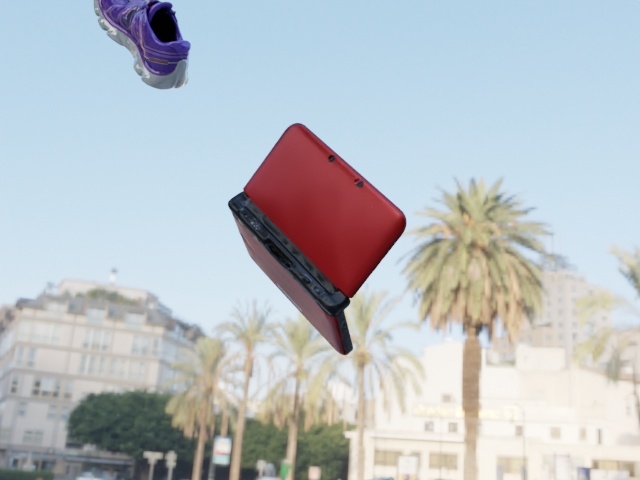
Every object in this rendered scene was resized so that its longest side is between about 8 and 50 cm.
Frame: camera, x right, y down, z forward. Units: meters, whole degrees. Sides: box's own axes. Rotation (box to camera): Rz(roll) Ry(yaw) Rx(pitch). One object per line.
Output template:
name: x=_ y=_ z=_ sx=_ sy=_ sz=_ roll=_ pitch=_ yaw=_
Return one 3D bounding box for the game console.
game console: x=0.000 y=0.000 z=0.667 sx=0.085 sy=0.144 sz=0.124 roll=-36 pitch=-33 yaw=-14

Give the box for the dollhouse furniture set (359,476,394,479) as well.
dollhouse furniture set: x=-0.008 y=0.480 z=0.974 sx=0.257 sy=0.362 sz=0.394 roll=-14 pitch=-16 yaw=21

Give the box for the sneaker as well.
sneaker: x=-0.179 y=-0.231 z=0.863 sx=0.068 sy=0.170 sz=0.071 roll=-13 pitch=-37 yaw=-41
